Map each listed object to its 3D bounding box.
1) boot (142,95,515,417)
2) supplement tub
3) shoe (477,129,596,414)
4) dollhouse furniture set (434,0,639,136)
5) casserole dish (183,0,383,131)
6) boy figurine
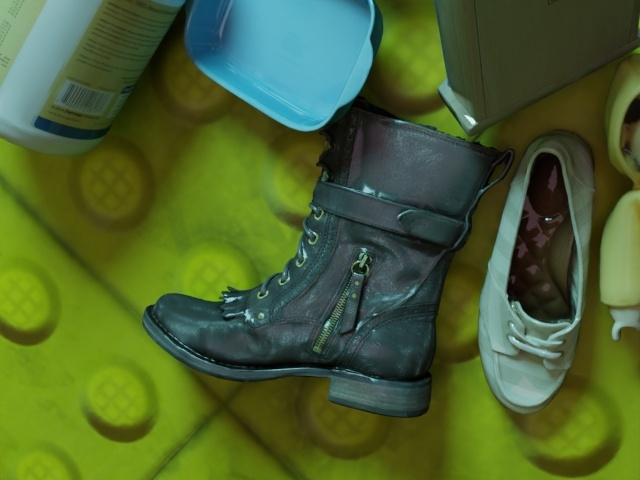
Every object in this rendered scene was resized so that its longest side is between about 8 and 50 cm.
[{"bbox_3d":[0.000,0.000,0.654,0.263,0.091,0.229,12,99,10],"label":"boot"},{"bbox_3d":[-0.187,-0.180,0.630,0.144,0.144,0.199,39,109,6],"label":"supplement tub"},{"bbox_3d":[0.155,0.029,0.616,0.076,0.058,0.219,8,104,15],"label":"shoe"},{"bbox_3d":[0.118,-0.282,0.561,0.286,0.198,0.303,-28,60,-1],"label":"dollhouse furniture set"},{"bbox_3d":[-0.027,-0.154,0.619,0.188,0.037,0.114,36,110,30],"label":"casserole dish"},{"bbox_3d":[0.272,0.006,0.561,0.177,0.092,0.285,-18,99,22],"label":"boy figurine"}]
